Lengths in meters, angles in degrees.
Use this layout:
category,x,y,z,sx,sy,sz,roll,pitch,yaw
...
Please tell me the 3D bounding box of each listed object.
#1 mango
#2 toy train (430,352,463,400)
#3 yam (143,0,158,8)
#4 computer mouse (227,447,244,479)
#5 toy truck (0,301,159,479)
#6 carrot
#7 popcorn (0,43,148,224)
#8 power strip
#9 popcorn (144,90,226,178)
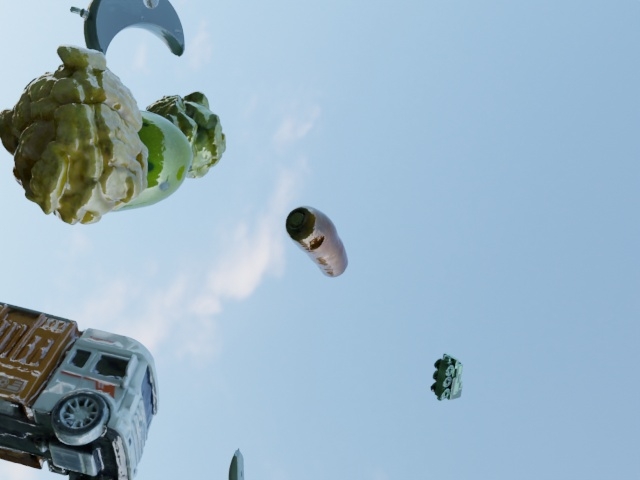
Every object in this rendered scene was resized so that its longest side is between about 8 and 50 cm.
category,x,y,z,sx,sy,sz,roll,pitch,yaw
mango,-0.364,-0.135,1.308,0.143,0.293,0.175,-177,-97,-71
toy train,0.213,0.227,1.282,0.033,0.053,0.083,29,-61,49
yam,-0.208,-0.305,0.927,0.116,0.021,0.021,179,-84,-83
computer mouse,-0.191,0.520,1.720,0.032,0.056,0.110,-8,-115,7
toy truck,-0.415,0.199,1.067,0.207,0.388,0.173,-70,171,-47
carrot,0.000,0.000,1.493,0.087,0.193,0.087,-13,-121,22
popcorn,-0.257,-0.115,0.832,0.163,0.140,0.194,-49,-130,5
power strip,-0.400,-0.452,1.596,0.054,0.253,0.167,-2,-79,45
popcorn,-0.295,-0.231,1.659,0.167,0.188,0.185,-50,-132,38
